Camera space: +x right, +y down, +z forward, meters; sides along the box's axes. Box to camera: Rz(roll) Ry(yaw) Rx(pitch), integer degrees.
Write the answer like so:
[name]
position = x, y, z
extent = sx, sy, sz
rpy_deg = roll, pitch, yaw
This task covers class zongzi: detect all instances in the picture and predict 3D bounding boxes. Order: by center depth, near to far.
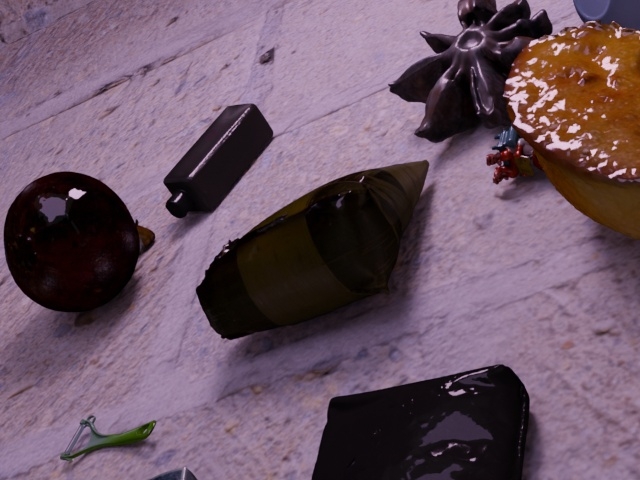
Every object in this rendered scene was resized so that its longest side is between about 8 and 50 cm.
[zongzi]
position = 0.000, 0.000, 1.606
extent = 0.289, 0.154, 0.317
rpy_deg = -21, 12, 28

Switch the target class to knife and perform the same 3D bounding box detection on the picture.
[knife]
position = -0.280, 0.263, 1.570
extent = 0.166, 0.022, 0.078
rpy_deg = -13, 42, 35

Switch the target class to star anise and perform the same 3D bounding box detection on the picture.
[star anise]
position = 0.252, -0.241, 1.718
extent = 0.316, 0.139, 0.359
rpy_deg = -22, 46, 34

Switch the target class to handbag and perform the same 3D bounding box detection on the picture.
[handbag]
position = 0.088, 0.238, 1.189
extent = 0.247, 0.080, 0.223
rpy_deg = -16, 34, 30

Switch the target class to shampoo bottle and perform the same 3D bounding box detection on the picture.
[shampoo bottle]
position = -0.184, -0.134, 2.012
extent = 0.080, 0.079, 0.246
rpy_deg = -1, 43, 44

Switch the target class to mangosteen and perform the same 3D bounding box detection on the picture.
[mangosteen]
position = -0.381, -0.003, 1.902
extent = 0.235, 0.235, 0.261
rpy_deg = -2, 8, 43

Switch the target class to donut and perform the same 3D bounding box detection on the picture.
[donut]
position = 0.437, -0.135, 1.302
extent = 0.435, 0.163, 0.378
rpy_deg = -13, 39, 21

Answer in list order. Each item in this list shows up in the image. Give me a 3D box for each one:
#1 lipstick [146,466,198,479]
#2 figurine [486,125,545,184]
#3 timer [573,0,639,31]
[lipstick]
position = -0.167, 0.377, 1.237
extent = 0.077, 0.076, 0.290
rpy_deg = -23, 33, 15
[figurine]
position = 0.295, -0.117, 1.533
extent = 0.140, 0.068, 0.075
rpy_deg = -5, 42, 31
[timer]
position = 0.474, -0.349, 1.654
extent = 0.175, 0.255, 0.175
rpy_deg = -21, 64, 52
